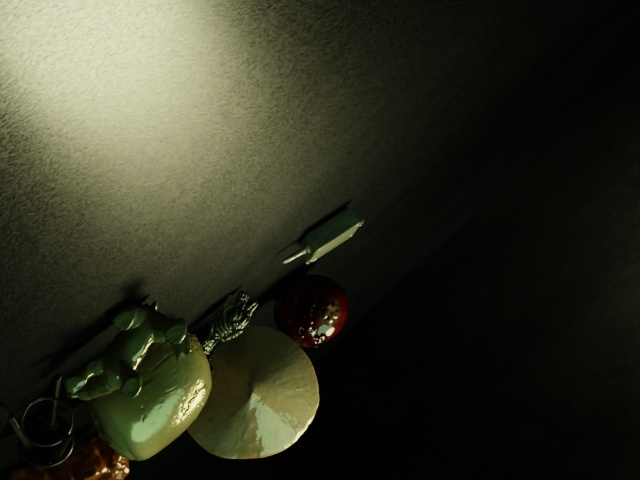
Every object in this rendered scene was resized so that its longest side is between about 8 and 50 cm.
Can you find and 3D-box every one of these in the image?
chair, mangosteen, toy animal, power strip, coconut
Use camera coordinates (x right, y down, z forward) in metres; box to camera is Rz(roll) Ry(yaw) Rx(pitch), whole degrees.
[{"bbox_3d":[-0.438,0.307,1.706,0.104,0.095,0.221,-38,172,-27],"label":"chair"},{"bbox_3d":[-0.030,0.154,2.308,0.166,0.166,0.180,-32,-172,-28],"label":"mangosteen"},{"bbox_3d":[-0.300,0.174,1.596,0.219,0.103,0.101,-52,-167,3],"label":"toy animal"},{"bbox_3d":[0.000,0.000,2.007,0.175,0.042,0.075,-32,169,-21],"label":"power strip"},{"bbox_3d":[-0.150,0.321,2.230,0.328,0.329,0.329,-36,170,-7],"label":"coconut"}]

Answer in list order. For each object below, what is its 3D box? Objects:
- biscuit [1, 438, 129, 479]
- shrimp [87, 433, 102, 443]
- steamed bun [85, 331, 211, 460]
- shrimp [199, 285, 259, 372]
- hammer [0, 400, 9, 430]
[{"bbox_3d":[-0.558,0.530,2.169,0.312,0.110,0.318,-14,152,-48],"label":"biscuit"},{"bbox_3d":[-0.480,0.457,2.370,0.132,0.052,0.187,-39,166,17],"label":"shrimp"},{"bbox_3d":[-0.291,0.275,1.874,0.232,0.166,0.273,-32,169,-20],"label":"steamed bun"},{"bbox_3d":[-0.189,0.164,2.012,0.174,0.076,0.082,-54,136,-4],"label":"shrimp"},{"bbox_3d":[-0.613,0.348,1.444,0.440,0.044,0.168,-37,169,1],"label":"hammer"}]
